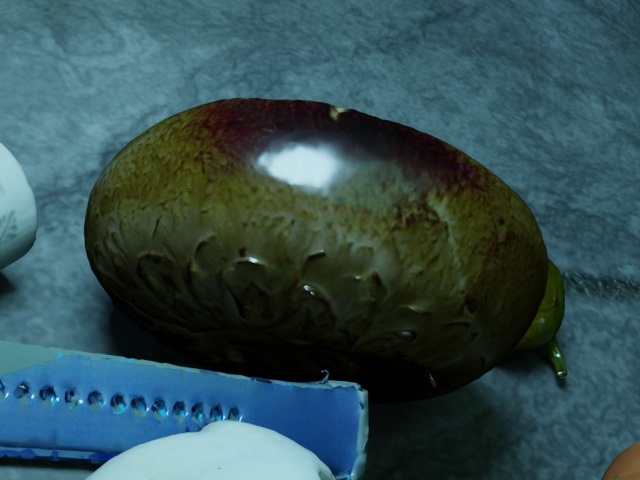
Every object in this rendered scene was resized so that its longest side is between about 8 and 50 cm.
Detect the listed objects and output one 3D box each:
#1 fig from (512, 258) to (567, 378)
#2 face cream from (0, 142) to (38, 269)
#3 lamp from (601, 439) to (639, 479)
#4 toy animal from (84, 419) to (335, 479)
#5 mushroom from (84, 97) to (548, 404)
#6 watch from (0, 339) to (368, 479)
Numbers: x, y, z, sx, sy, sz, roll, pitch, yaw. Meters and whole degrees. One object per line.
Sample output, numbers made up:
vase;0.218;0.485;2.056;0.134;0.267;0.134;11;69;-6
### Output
fig;0.158;0.055;1.011;0.098;0.082;0.084;50;9;-31
face cream;-0.311;0.036;0.720;0.102;0.102;0.345;40;40;11
lamp;0.251;0.210;0.832;0.188;0.164;0.187;10;68;-26
toy animal;-0.066;0.200;0.588;0.174;0.289;0.249;39;21;14
mushroom;-0.004;0.014;0.834;0.297;0.278;0.163;14;81;-5
watch;-0.094;0.089;0.684;0.274;0.276;0.068;10;77;-24
